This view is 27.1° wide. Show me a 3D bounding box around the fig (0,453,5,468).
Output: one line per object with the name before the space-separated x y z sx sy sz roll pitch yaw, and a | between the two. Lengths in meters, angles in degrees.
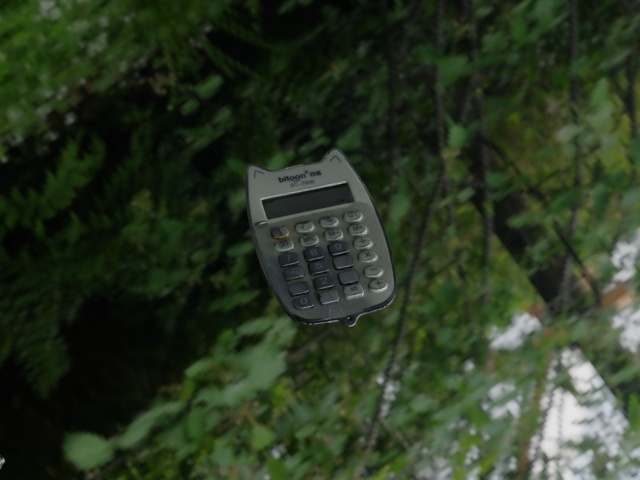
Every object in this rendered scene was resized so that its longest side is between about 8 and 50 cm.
fig | -0.562 0.346 1.845 0.235 0.203 0.203 -21 175 2

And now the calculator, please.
calculator | 0.000 0.000 1.760 0.177 0.268 0.040 -11 147 -13
